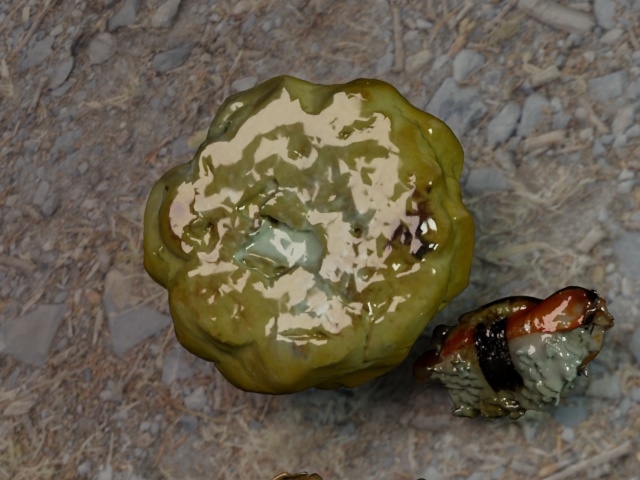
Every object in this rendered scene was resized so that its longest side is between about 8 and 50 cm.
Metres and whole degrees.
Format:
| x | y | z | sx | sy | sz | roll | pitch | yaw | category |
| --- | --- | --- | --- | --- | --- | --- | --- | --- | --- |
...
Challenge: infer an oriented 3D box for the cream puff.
| x | y | z | sx | sy | sz | roll | pitch | yaw | category |
| --- | --- | --- | --- | --- | --- | --- | --- | --- | --- |
| 0.002 | -0.001 | 1.739 | 0.291 | 0.257 | 0.324 | 40 | 93 | 11 | cream puff |

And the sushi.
| x | y | z | sx | sy | sz | roll | pitch | yaw | category |
| --- | --- | --- | --- | --- | --- | --- | --- | --- | --- |
| 0.178 | 0.111 | 1.624 | 0.226 | 0.097 | 0.103 | -18 | 45 | 44 | sushi |

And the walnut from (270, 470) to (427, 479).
| x | y | z | sx | sy | sz | roll | pitch | yaw | category |
| --- | --- | --- | --- | --- | --- | --- | --- | --- | --- |
| 0.036 | 0.303 | 1.568 | 0.204 | 0.141 | 0.238 | -35 | 43 | -4 | walnut |
